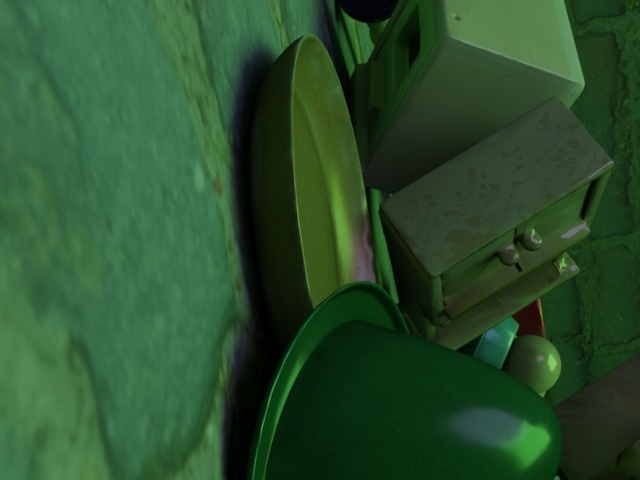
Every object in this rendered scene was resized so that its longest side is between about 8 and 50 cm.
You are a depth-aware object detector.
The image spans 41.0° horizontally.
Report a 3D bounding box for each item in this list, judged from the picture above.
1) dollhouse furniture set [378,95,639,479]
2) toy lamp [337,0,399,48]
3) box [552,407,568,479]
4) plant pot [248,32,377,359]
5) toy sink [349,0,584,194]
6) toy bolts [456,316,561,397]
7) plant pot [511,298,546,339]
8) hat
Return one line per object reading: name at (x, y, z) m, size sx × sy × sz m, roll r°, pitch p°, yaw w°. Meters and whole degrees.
dollhouse furniture set at (0.221, 0.132, 0.654) m, size 0.394 × 0.362 × 0.256 m, roll 57°, pitch -4°, yaw 23°
toy lamp at (0.083, -0.175, 0.915) m, size 0.274 × 0.080 × 0.080 m, roll 65°, pitch 21°, yaw -60°
box at (0.310, 0.403, 1.206) m, size 0.395 × 0.212 × 0.293 m, roll 47°, pitch 25°, yaw -72°
plant pot at (0.000, 0.000, 0.502) m, size 0.236 × 0.032 × 0.236 m, roll -8°, pitch 90°, yaw -80°
toy sink at (0.105, -0.121, 0.763) m, size 0.234 × 0.131 × 0.152 m, roll 120°, pitch -20°, yaw -47°
toy bolts at (0.196, 0.088, 0.940) m, size 0.218 × 0.159 × 0.228 m, roll -67°, pitch 166°, yaw 4°
plant pot at (0.242, 0.108, 1.272) m, size 0.191 × 0.174 × 0.191 m, roll -7°, pitch 90°, yaw -79°
hat at (0.095, 0.104, 0.376) m, size 0.208 × 0.184 × 0.172 m, roll -47°, pitch 131°, yaw -51°
